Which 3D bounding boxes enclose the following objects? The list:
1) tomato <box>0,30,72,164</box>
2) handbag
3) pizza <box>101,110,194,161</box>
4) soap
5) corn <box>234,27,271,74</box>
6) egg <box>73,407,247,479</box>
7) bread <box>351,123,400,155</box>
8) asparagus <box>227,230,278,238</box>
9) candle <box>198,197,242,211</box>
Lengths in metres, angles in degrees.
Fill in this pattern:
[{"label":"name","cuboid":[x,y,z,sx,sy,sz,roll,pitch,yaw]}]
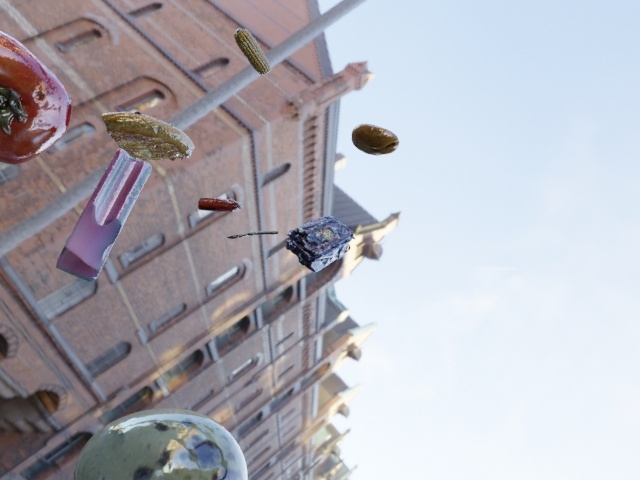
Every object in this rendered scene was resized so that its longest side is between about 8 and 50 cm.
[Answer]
[{"label":"tomato","cuboid":[-0.823,-0.363,1.477,0.325,0.293,0.289,41,-2,-31]},{"label":"handbag","cuboid":[0.000,0.000,1.998,0.162,0.260,0.113,41,-45,25]},{"label":"pizza","cuboid":[-0.588,-0.344,1.919,0.226,0.335,0.086,-24,-117,42]},{"label":"soap","cuboid":[-0.573,-0.060,1.514,0.109,0.324,0.193,26,-26,-18]},{"label":"corn","cuboid":[-0.257,-0.715,2.164,0.068,0.068,0.207,29,-17,46]},{"label":"egg","cuboid":[-0.397,0.598,1.433,0.345,0.427,0.346,-175,-90,-87]},{"label":"bread","cuboid":[0.180,-0.343,1.970,0.189,0.077,0.114,20,-45,35]},{"label":"asparagus","cuboid":[-0.209,-0.019,1.776,0.016,0.162,0.016,-123,-147,-47]},{"label":"candle","cuboid":[-0.288,-0.107,1.652,0.162,0.053,0.048,5,-59,32]}]
